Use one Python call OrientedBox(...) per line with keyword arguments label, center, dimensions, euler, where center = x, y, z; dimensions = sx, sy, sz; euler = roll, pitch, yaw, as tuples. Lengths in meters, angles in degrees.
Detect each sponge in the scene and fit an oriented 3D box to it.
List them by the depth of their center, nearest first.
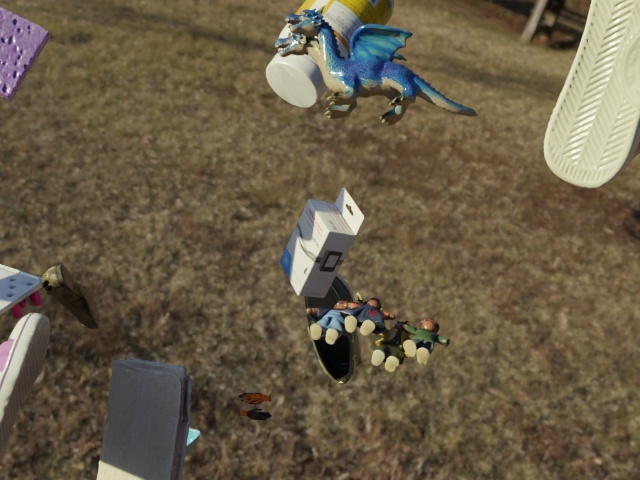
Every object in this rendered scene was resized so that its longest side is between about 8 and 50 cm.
OrientedBox(label="sponge", center=(-0.514, -0.298, 1.296), dimensions=(0.210, 0.117, 0.031), euler=(26, -13, -5))

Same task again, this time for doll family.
OrientedBox(label="doll family", center=(0.074, 0.118, 1.206), dimensions=(0.193, 0.076, 0.111), euler=(27, 25, 7))

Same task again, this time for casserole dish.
OrientedBox(label="casserole dish", center=(-0.347, 0.472, 2.061), dimensions=(0.114, 0.037, 0.188), euler=(2, 7, 11))

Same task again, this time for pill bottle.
OrientedBox(label="pill bottle", center=(0.013, -0.346, 1.530), dimensions=(0.136, 0.136, 0.246), euler=(26, 63, 15))

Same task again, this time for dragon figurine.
OrientedBox(label="dragon figurine", center=(0.080, -0.241, 1.228), dimensions=(0.289, 0.144, 0.085), euler=(3, -16, -1))

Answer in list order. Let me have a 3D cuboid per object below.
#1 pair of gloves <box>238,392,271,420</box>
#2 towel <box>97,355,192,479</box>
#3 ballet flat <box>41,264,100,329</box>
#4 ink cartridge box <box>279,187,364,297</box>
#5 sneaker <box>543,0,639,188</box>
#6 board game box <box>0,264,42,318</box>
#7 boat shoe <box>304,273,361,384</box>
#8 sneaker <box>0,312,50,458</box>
OrientedBox(label="pair of gloves", center=(-0.145, 0.369, 1.993), dimensions=(0.074, 0.083, 0.010), euler=(4, 35, 3))
OrientedBox(label="towel", center=(-0.345, 0.375, 1.759), dimensions=(0.187, 0.282, 0.049), euler=(6, -5, 29))
OrientedBox(label="ballet flat", center=(-0.531, 0.127, 1.916), dimensions=(0.058, 0.250, 0.084), euler=(-21, 62, -2))
OrientedBox(label="ink cartridge box", center=(0.000, 0.000, 1.597), dimensions=(0.060, 0.180, 0.104), euler=(8, 32, -31))
OrientedBox(label="sneaker", center=(0.357, -0.229, 0.988), dimensions=(0.131, 0.350, 0.148), euler=(33, 27, 16))
OrientedBox(label="board game box", center=(-0.753, 0.141, 1.569), dimensions=(0.390, 0.050, 0.390), euler=(13, 35, 30))
OrientedBox(label="boat shoe", center=(0.026, 0.189, 1.982), dimensions=(0.109, 0.305, 0.091), euler=(-5, 38, 17))
OrientedBox(label="sneaker", center=(-0.551, 0.226, 1.429), dimensions=(0.161, 0.282, 0.102), euler=(24, -6, 5))
